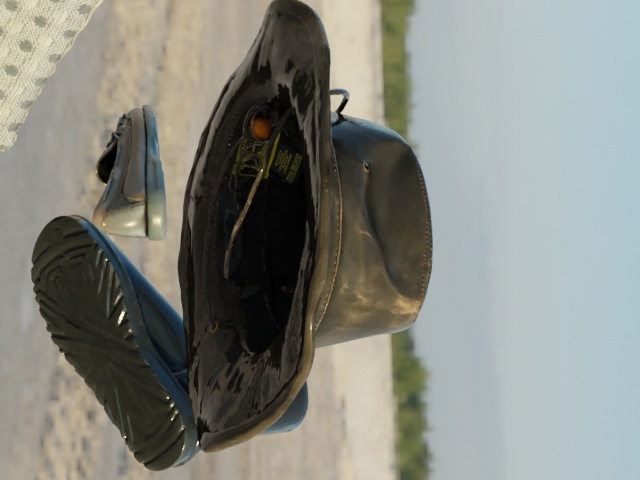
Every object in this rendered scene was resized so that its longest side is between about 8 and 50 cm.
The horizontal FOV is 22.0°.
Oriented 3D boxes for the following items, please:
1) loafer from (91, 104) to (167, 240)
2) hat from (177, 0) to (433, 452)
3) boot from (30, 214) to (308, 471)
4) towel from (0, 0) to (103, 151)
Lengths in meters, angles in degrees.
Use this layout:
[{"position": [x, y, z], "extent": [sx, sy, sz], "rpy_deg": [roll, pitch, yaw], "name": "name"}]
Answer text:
[{"position": [-0.224, -0.084, 1.877], "extent": [0.267, 0.084, 0.096], "rpy_deg": [-108, -164, -61], "name": "loafer"}, {"position": [0.000, 0.000, 1.150], "extent": [0.331, 0.134, 0.331], "rpy_deg": [-168, -90, -70], "name": "hat"}, {"position": [-0.129, 0.081, 1.470], "extent": [0.246, 0.094, 0.207], "rpy_deg": [58, 29, 12], "name": "boot"}, {"position": [-0.213, -0.235, 0.811], "extent": [0.324, 0.312, 0.056], "rpy_deg": [-51, -161, 28], "name": "towel"}]
